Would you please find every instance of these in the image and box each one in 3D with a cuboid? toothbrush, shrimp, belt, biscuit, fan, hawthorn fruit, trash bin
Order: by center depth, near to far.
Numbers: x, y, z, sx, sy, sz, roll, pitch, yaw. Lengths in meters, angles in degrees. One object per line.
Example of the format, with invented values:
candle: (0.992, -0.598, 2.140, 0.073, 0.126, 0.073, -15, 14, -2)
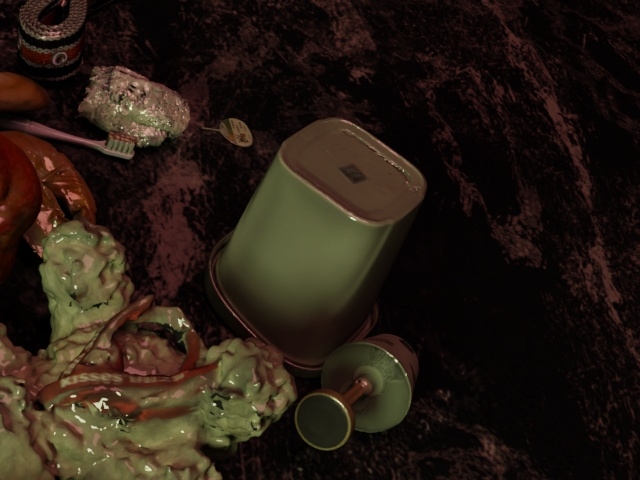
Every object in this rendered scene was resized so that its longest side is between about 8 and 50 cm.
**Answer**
hawthorn fruit: (-0.440, -0.054, 1.349, 0.224, 0.224, 0.261, -11, 36, -40)
shrimp: (-0.333, -0.034, 1.506, 0.145, 0.061, 0.267, -4, 49, -48)
biscuit: (-0.452, -0.190, 1.524, 0.164, 0.047, 0.208, 37, 31, 1)
trash bin: (0.000, 0.000, 1.543, 0.219, 0.250, 0.220, 36, 40, 11)
toothbrush: (-0.409, -0.157, 1.599, 0.342, 0.030, 0.025, 12, 40, -21)
belt: (-0.364, -0.359, 1.785, 0.126, 0.094, 0.359, 22, 39, -7)
fan: (-0.131, -0.157, 1.804, 0.060, 0.003, 0.080, 46, 41, 16)

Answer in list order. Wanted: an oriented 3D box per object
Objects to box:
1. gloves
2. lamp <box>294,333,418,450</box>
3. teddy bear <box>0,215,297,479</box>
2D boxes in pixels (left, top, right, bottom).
gloves: (-0.257, -0.186, 1.696, 0.153, 0.070, 0.114, 21, 41, -17)
lamp: (0.049, 0.185, 1.481, 0.121, 0.121, 0.215, 41, 25, 9)
teddy bear: (-0.263, 0.178, 1.227, 0.357, 0.224, 0.367, 35, 40, 25)
